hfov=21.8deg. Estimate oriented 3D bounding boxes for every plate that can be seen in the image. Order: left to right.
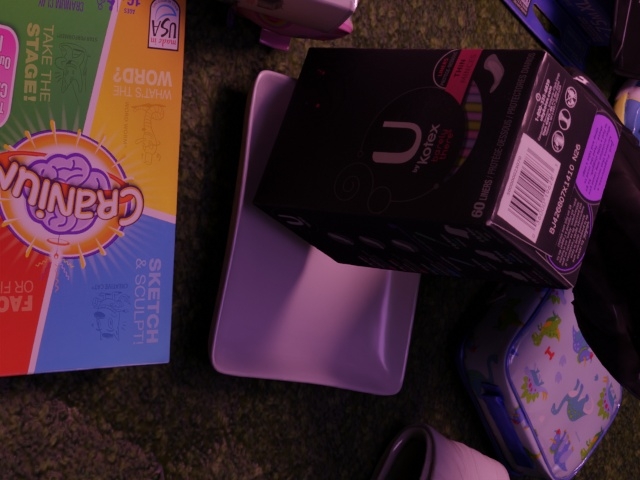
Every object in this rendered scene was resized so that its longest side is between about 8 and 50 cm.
[{"bbox_3d":[0.000,0.000,1.594,0.277,0.045,0.278,13,85,-48],"label":"plate"}]

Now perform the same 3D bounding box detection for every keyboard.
[{"bbox_3d":[0.401,-0.284,1.938,0.317,0.033,0.202,-4,105,-63],"label":"keyboard"}]

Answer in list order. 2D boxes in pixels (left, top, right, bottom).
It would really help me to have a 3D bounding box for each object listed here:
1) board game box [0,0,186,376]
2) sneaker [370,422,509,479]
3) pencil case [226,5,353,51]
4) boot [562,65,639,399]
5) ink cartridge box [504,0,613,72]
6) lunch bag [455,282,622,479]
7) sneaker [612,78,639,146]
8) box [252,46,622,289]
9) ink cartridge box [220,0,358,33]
[{"bbox_3d":[-0.221,-0.054,1.331,0.242,0.064,0.317,-1,95,-47],"label":"board game box"},{"bbox_3d":[0.093,0.335,1.700,0.169,0.108,0.293,35,59,-42],"label":"sneaker"},{"bbox_3d":[-0.002,-0.317,1.507,0.124,0.124,0.284,16,83,-47],"label":"pencil case"},{"bbox_3d":[0.336,0.038,1.675,0.146,0.445,0.367,-38,109,11],"label":"boot"},{"bbox_3d":[0.319,-0.358,1.893,0.186,0.065,0.311,39,68,-42],"label":"ink cartridge box"},{"bbox_3d":[0.241,0.150,1.841,0.176,0.090,0.219,-51,128,-32],"label":"lunch bag"},{"bbox_3d":[0.397,-0.081,1.959,0.091,0.126,0.240,18,82,-47],"label":"sneaker"},{"bbox_3d":[0.100,-0.067,1.461,0.143,0.270,0.165,35,69,-44],"label":"box"},{"bbox_3d":[-0.063,-0.281,1.382,0.217,0.092,0.159,15,82,-13],"label":"ink cartridge box"}]
